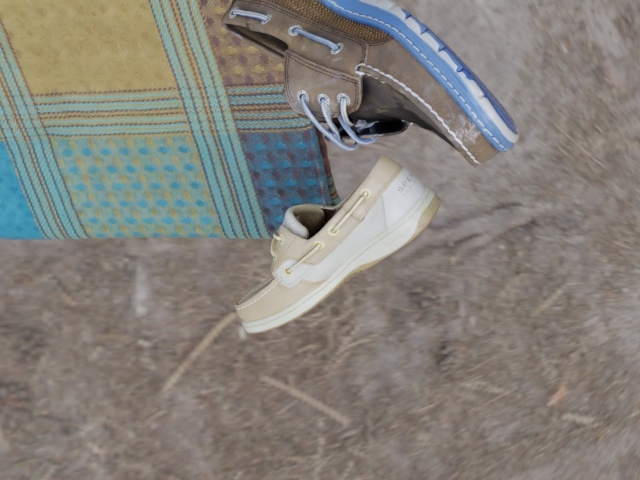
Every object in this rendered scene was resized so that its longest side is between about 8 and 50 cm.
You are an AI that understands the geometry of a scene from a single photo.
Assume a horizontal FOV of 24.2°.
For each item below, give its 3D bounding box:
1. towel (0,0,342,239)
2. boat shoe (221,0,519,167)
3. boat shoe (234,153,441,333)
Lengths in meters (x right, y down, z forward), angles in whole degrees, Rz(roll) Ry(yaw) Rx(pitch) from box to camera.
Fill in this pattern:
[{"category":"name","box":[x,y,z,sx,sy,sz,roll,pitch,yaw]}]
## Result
[{"category":"towel","box":[-0.182,-0.114,1.064,0.370,0.040,0.271,0,126,19]},{"category":"boat shoe","box":[0.018,-0.077,0.691,0.066,0.066,0.183,-47,46,2]},{"category":"boat shoe","box":[0.000,0.000,0.965,0.170,0.063,0.059,-35,101,30]}]
